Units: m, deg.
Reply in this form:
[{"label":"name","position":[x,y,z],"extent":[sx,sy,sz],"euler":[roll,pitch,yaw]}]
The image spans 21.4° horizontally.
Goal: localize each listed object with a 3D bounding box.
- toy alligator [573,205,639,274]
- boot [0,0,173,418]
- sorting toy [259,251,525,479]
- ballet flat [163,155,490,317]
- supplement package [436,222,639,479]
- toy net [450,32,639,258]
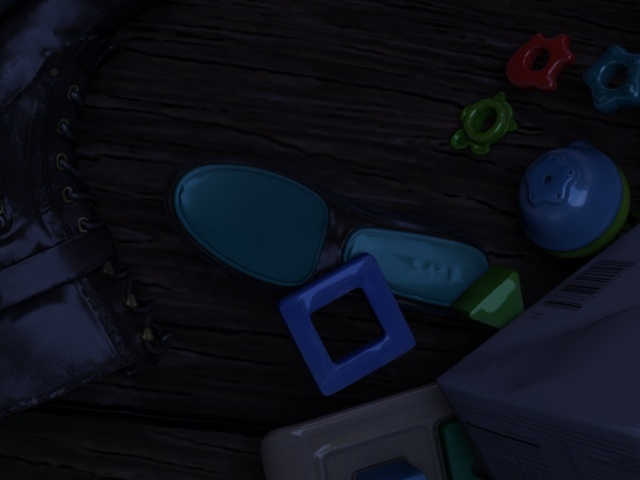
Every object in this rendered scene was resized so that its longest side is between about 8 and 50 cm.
[{"label":"toy alligator","position":[0.209,-0.007,1.033],"extent":[0.189,0.056,0.051],"euler":[-44,50,-13]},{"label":"boot","position":[-0.148,-0.030,0.977],"extent":[0.263,0.091,0.229],"euler":[-29,97,-4]},{"label":"sorting toy","position":[0.078,0.173,0.973],"extent":[0.196,0.047,0.348],"euler":[-14,101,-13]},{"label":"ballet flat","position":[0.000,0.000,0.990],"extent":[0.203,0.074,0.074],"euler":[16,86,-17]},{"label":"supplement package","position":[0.237,0.138,0.908],"extent":[0.199,0.198,0.263],"euler":[-35,107,-20]},{"label":"toy net","position":[0.191,-0.100,0.997],"extent":[0.232,0.045,0.122],"euler":[-42,52,12]}]
